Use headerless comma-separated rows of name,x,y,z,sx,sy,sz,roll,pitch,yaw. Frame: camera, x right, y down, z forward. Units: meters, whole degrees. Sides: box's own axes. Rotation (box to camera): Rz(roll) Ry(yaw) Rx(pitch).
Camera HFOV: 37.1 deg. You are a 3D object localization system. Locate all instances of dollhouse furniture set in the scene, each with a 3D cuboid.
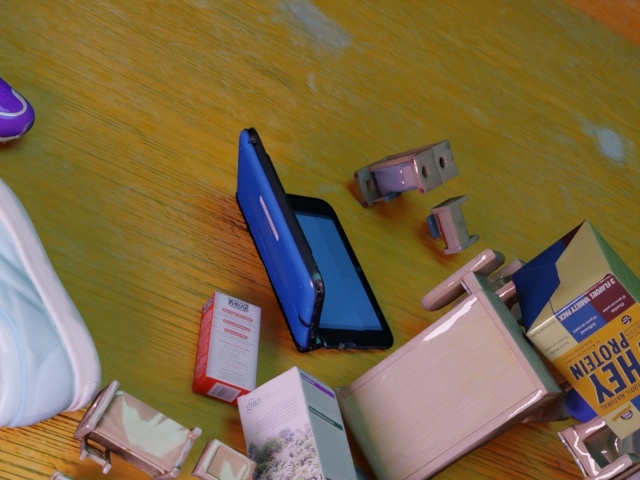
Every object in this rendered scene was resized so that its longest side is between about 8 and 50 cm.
dollhouse furniture set,-0.195,0.271,1.029,0.182,0.101,0.161,33,63,-11
dollhouse furniture set,0.239,0.226,1.366,0.394,0.256,0.362,17,39,-59
dollhouse furniture set,0.166,-0.059,1.640,0.129,0.129,0.183,-28,102,-50

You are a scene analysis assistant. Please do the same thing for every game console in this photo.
game console,0.000,0.000,1.381,0.173,0.250,0.293,-15,59,-17

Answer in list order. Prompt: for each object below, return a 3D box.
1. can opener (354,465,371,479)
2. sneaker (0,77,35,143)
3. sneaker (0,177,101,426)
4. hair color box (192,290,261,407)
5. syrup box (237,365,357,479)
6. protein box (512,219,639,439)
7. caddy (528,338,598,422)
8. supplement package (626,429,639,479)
can opener,0.112,0.392,1.139,0.280,0.074,0.093,45,4,13
sneaker,-0.495,-0.240,1.217,0.293,0.146,0.102,30,39,-13
sneaker,-0.387,0.041,1.034,0.366,0.135,0.150,51,34,14
hair color box,-0.120,0.140,1.234,0.072,0.043,0.141,23,41,-20
syrup box,-0.018,0.276,1.111,0.096,0.093,0.237,41,25,-45
protein box,0.382,0.115,1.288,0.201,0.136,0.200,47,19,-12
caddy,0.526,0.181,1.625,0.341,0.179,0.241,10,47,-34
supplement package,0.617,0.334,1.452,0.177,0.293,0.175,24,40,-19
